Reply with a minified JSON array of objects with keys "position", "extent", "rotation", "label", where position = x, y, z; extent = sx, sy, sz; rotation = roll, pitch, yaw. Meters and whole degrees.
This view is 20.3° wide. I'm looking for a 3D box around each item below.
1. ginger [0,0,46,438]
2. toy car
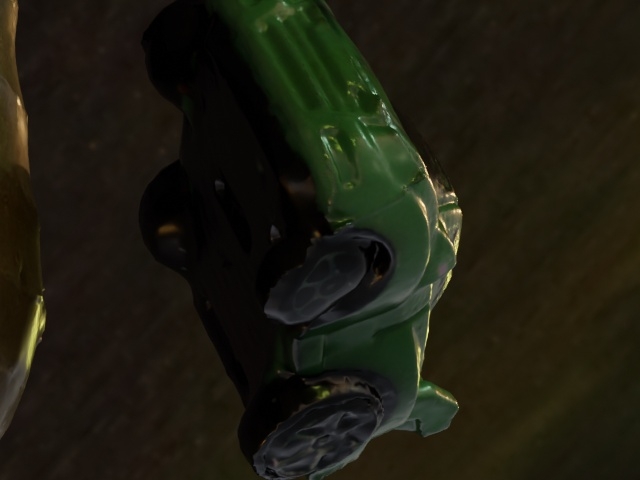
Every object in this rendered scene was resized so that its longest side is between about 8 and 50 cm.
[{"position":[-0.254,-0.051,1.008],"extent":[0.166,0.375,0.236],"rotation":[-33,154,35],"label":"ginger"},{"position":[0.000,0.000,1.100],"extent":[0.176,0.213,0.358],"rotation":[-18,146,-18],"label":"toy car"}]
